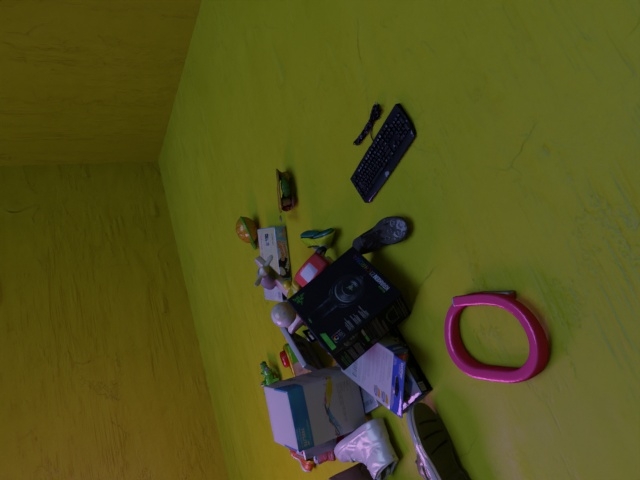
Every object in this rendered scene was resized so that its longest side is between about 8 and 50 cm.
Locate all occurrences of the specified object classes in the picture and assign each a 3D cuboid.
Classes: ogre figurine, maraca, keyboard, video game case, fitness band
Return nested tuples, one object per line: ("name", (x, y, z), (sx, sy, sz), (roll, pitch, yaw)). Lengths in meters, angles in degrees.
("ogre figurine", (-0.239, 0.665, 2.323), (0.118, 0.096, 0.197), (115, 156, -69))
("maraca", (-0.346, -0.035, 2.351), (0.127, 0.099, 0.186), (-122, 13, -50))
("keyboard", (0.164, -0.280, 1.478), (0.317, 0.033, 0.202), (-58, 48, 47))
("video game case", (0.120, 0.510, 1.729), (0.227, 0.026, 0.206), (-56, 49, 50))
("fitness band", (0.399, 0.226, 1.158), (0.291, 0.054, 0.209), (-17, 82, 61))
("video game case", (-0.058, 0.433, 1.894), (0.023, 0.183, 0.201), (-43, 47, 5))

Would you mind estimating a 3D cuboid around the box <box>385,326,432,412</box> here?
("box", (0.228, 0.387, 1.494), (0.233, 0.044, 0.159), (63, 144, 31))

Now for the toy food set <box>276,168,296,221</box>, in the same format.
("toy food set", (-0.138, -0.184, 1.995), (0.128, 0.071, 0.218), (174, 91, -84))

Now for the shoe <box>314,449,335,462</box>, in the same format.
("shoe", (0.021, 0.846, 1.938), (0.178, 0.081, 0.064), (79, -176, -67))

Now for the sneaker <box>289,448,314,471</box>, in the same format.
("sneaker", (-0.077, 0.931, 2.142), (0.175, 0.064, 0.067), (23, 96, 51))

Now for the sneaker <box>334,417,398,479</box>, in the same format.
("sneaker", (0.149, 0.728, 1.636), (0.292, 0.108, 0.169), (-59, 45, 42))

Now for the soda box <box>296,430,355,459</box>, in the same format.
("soda box", (0.018, 0.708, 1.755), (0.074, 0.216, 0.069), (-26, 74, 59))

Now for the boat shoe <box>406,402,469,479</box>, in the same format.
("boat shoe", (0.307, 0.601, 1.338), (0.103, 0.113, 0.302), (-50, 54, 45))

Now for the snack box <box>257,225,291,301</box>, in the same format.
("snack box", (-0.199, 0.101, 2.156), (0.187, 0.060, 0.322), (-4, 93, 60))

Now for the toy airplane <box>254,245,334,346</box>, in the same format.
("toy airplane", (-0.071, 0.227, 1.745), (0.386, 0.272, 0.384), (-2, 112, 48))

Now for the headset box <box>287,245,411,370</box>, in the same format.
("headset box", (0.074, 0.201, 1.457), (0.246, 0.283, 0.131), (47, 173, 42))

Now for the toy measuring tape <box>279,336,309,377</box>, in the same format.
("toy measuring tape", (-0.092, 0.530, 2.034), (0.121, 0.121, 0.330), (6, 115, 59))

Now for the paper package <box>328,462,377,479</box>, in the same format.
("paper package", (0.162, 0.964, 1.614), (0.309, 0.168, 0.325), (18, 112, 59))

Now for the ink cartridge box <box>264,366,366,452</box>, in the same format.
("ink cartridge box", (-0.018, 0.564, 1.683), (0.198, 0.270, 0.197), (-20, 80, 60))

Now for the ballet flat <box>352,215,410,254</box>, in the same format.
("ballet flat", (0.187, -0.013, 1.481), (0.250, 0.058, 0.084), (-32, 72, 53))

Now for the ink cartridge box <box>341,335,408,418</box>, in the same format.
("ink cartridge box", (0.170, 0.373, 1.485), (0.311, 0.065, 0.186), (26, 118, 58))

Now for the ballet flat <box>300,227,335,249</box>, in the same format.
("ballet flat", (0.000, 0.000, 1.793), (0.231, 0.077, 0.077), (-2, 115, 63))
